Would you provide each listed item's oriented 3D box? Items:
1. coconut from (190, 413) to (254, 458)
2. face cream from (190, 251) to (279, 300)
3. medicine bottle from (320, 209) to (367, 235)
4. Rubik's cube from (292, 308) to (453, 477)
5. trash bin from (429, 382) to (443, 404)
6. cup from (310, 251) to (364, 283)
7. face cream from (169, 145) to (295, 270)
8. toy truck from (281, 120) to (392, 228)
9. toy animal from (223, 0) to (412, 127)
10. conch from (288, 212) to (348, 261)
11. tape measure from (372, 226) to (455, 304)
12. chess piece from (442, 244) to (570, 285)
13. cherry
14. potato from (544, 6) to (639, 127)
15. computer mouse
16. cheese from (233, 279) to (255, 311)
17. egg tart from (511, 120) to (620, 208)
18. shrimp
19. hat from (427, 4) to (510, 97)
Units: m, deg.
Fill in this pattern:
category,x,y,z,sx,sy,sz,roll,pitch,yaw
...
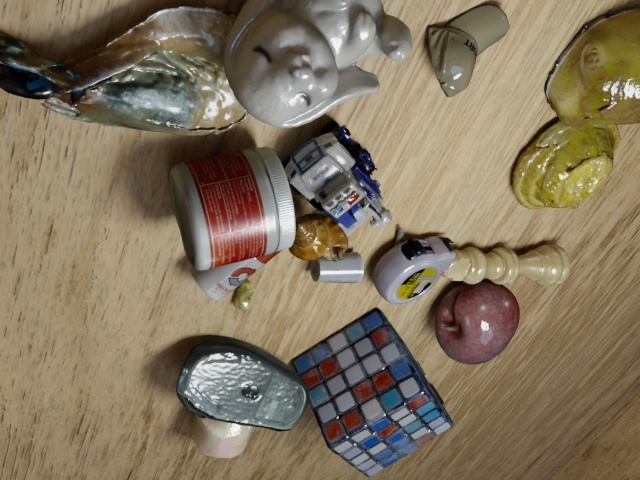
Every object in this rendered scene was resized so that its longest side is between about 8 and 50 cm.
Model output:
category,x,y,z,sx,sy,sz,roll,pitch,yaw
coconut,-0.254,0.488,1.917,0.171,0.171,0.183,-4,132,-27
face cream,-0.160,0.025,1.527,0.214,0.096,0.096,-38,140,11
medicine bottle,0.065,-0.069,1.575,0.118,0.074,0.055,-39,138,14
Rubik's cube,0.139,0.412,1.965,0.293,0.292,0.287,-31,140,5
trash bin,0.271,0.566,2.349,0.165,0.115,0.225,5,126,-33
cup,0.034,0.070,1.720,0.116,0.074,0.104,-2,162,-24
face cream,-0.166,-0.060,1.351,0.187,0.201,0.201,-14,138,-18
toy truck,0.035,-0.108,1.438,0.161,0.177,0.213,-39,140,14
toy animal,-0.026,-0.294,1.150,0.271,0.206,0.265,44,79,-22
conch,-0.002,-0.005,1.500,0.109,0.093,0.330,-28,169,8
tape measure,0.214,0.066,1.793,0.178,0.105,0.196,5,132,-44
chess piece,0.477,0.064,1.937,0.397,0.117,0.117,1,132,-28
cherry,0.423,0.222,1.989,0.285,0.213,0.236,-6,152,-41
potato,0.651,-0.338,1.545,0.299,0.196,0.246,-29,139,3
computer mouse,-0.197,0.357,1.795,0.374,0.114,0.203,29,83,-32
cheese,-0.172,0.127,1.671,0.030,0.044,0.083,-16,139,-40
egg tart,0.603,-0.171,1.756,0.290,0.115,0.290,-17,141,-14
shrimp,-0.278,-0.266,1.153,0.445,0.110,0.221,-6,130,-30
hat,0.287,-0.362,1.386,0.175,0.085,0.147,-33,139,7
